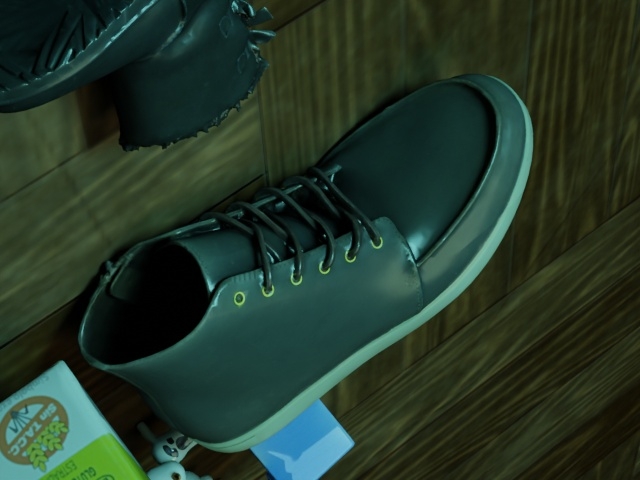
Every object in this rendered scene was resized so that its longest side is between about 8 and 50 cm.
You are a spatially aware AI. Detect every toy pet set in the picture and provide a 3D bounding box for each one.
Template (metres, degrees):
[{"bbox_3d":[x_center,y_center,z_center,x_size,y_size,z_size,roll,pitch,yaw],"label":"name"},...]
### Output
[{"bbox_3d":[-0.043,0.123,0.902,0.114,0.065,0.122,-41,151,-10],"label":"toy pet set"}]

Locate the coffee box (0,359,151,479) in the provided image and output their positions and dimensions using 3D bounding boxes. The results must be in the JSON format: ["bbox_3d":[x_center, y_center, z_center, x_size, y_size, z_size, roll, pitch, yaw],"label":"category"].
[{"bbox_3d":[-0.117,0.329,0.750,0.338,0.334,0.338,-36,150,-8],"label":"coffee box"}]

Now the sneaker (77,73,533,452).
[{"bbox_3d":[0.000,0.000,0.788,0.222,0.083,0.118,-46,151,1],"label":"sneaker"}]

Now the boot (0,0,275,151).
[{"bbox_3d":[-0.073,-0.066,0.652,0.121,0.045,0.099,-39,154,-15],"label":"boot"}]
